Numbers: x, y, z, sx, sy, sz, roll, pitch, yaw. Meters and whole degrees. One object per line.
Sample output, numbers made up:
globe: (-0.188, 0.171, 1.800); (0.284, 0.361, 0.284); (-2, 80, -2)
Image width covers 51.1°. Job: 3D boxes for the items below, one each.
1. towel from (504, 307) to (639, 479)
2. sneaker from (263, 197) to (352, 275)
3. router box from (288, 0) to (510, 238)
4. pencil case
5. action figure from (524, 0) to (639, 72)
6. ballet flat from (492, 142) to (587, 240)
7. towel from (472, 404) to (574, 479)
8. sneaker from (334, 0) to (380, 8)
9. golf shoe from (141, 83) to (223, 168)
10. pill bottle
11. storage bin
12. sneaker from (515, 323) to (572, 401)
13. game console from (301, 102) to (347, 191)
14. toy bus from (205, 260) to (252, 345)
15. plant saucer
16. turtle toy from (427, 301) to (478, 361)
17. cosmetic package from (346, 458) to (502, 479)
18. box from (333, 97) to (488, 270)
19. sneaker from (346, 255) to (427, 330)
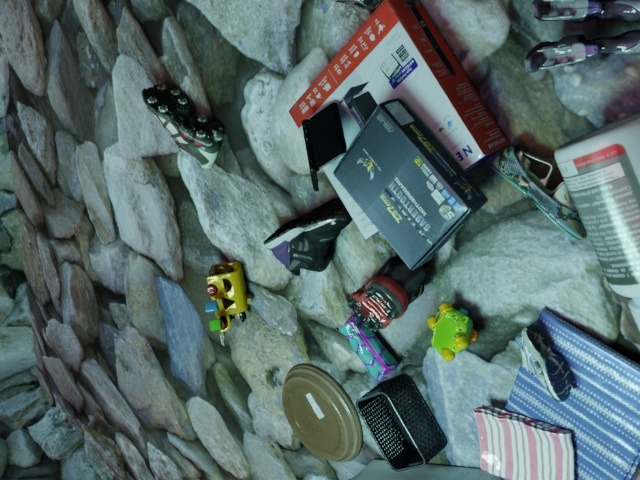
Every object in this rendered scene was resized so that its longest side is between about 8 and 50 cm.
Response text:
towel: (0.445, 0.308, 1.164); (0.243, 0.040, 0.336); (33, 130, 35)
sneaker: (0.000, 0.000, 1.451); (0.124, 0.107, 0.283); (54, 145, -10)
router box: (0.123, -0.207, 1.200); (0.301, 0.082, 0.335); (59, 140, 6)
pencil case: (0.104, 0.232, 1.463); (0.152, 0.064, 0.070); (51, 174, 14)
action figure: (0.411, -0.270, 0.846); (0.285, 0.099, 0.186); (7, 106, 41)
ballet flat: (0.350, -0.082, 1.038); (0.188, 0.070, 0.070); (45, 137, 17)
towel: (0.373, 0.392, 1.233); (0.197, 0.029, 0.144); (6, 112, 48)
sneaker: (0.051, -0.433, 1.181); (0.119, 0.057, 0.047); (24, 124, 37)
golf shoe: (-0.355, -0.286, 1.668); (0.273, 0.105, 0.120); (43, 143, 24)
pill bottle: (0.440, -0.023, 0.891); (0.161, 0.161, 0.283); (-21, 94, 50)
storage bin: (0.175, 0.398, 1.460); (0.122, 0.084, 0.180); (-37, 82, 50)
sneaker: (0.376, 0.210, 1.138); (0.135, 0.052, 0.058); (67, 152, 14)
game console: (0.009, -0.170, 1.226); (0.107, 0.071, 0.122); (80, -179, -57)
toy bus: (-0.233, 0.156, 1.763); (0.202, 0.104, 0.191); (78, -177, -64)
plant saucer: (-0.007, 0.450, 1.721); (0.277, 0.041, 0.278); (24, 125, 39)
turtle toy: (0.251, 0.179, 1.275); (0.130, 0.066, 0.095); (-60, 41, 48)
cosmetic package: (0.200, 0.600, 1.439); (0.385, 0.217, 0.156); (-19, 95, 52)
box: (0.142, -0.092, 1.127); (0.233, 0.059, 0.183); (53, 140, 14)
sneaker: (0.137, 0.102, 1.340); (0.097, 0.135, 0.276); (45, 162, 4)
